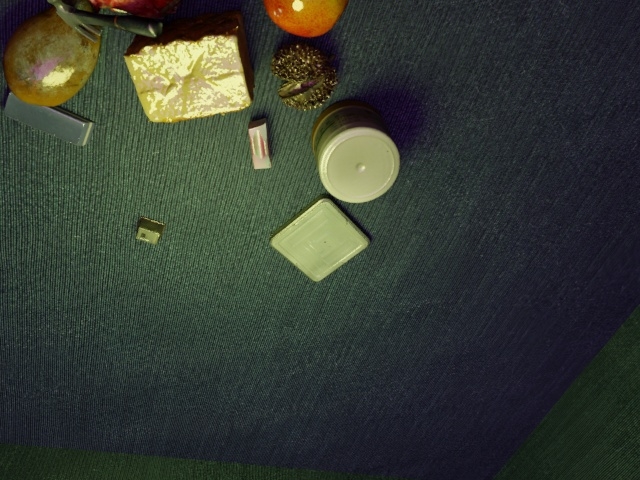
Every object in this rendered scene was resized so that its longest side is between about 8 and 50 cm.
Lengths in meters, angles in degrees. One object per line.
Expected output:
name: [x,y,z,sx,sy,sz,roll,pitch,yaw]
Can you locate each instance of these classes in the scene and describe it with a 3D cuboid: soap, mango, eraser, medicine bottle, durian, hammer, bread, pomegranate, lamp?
soap: [-0.182,-0.292,1.495,0.056,0.100,0.149,-6,125,-3]
mango: [-0.683,-0.491,1.284,0.192,0.146,0.316,35,96,-25]
eraser: [-0.774,-0.349,1.424,0.224,0.036,0.082,23,119,-21]
medicine bottle: [0.099,-0.266,1.468,0.237,0.232,0.238,-3,123,-5]
durian: [-0.039,-0.465,1.380,0.196,0.167,0.196,-21,142,-17]
hammer: [-0.490,-0.509,1.161,0.289,0.037,0.137,17,166,17]
bread: [-0.320,-0.446,1.274,0.278,0.279,0.207,-11,127,-2]
pomegranate: [-0.025,-0.621,1.207,0.220,0.221,0.256,19,164,-18]
lamp: [0.000,0.000,1.746,0.269,0.047,0.266,-38,122,17]

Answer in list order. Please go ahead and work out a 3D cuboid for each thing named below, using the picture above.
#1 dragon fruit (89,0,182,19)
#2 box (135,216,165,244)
dragon fruit: [-0.447,-0.649,1.152,0.231,0.237,0.302,1,158,47]
box: [-0.567,-0.030,1.648,0.084,0.063,0.060,20,118,-20]
